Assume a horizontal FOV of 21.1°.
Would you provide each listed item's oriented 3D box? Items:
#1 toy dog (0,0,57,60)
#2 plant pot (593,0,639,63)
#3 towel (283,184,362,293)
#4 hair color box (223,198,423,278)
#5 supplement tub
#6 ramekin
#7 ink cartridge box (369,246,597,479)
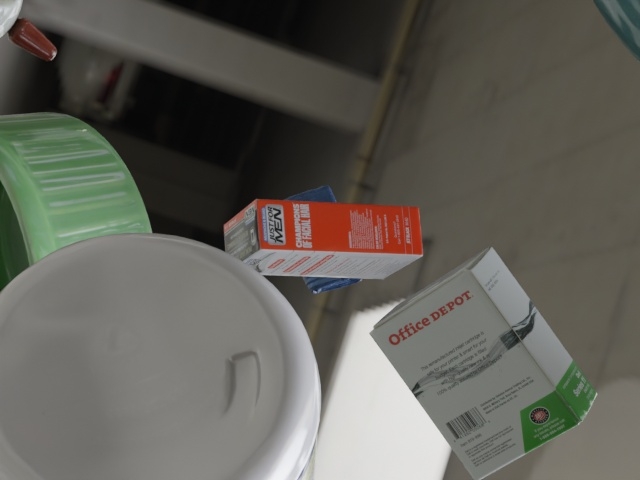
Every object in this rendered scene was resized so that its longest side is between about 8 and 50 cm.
[{"bbox_3d":[-0.320,-0.283,1.643,0.220,0.161,0.334,-24,-133,42],"label":"toy dog"},{"bbox_3d":[0.282,-0.169,0.977,0.195,0.290,0.290,-85,-163,-45],"label":"plant pot"},{"bbox_3d":[0.000,0.000,1.986,0.029,0.067,0.119,102,-28,-71],"label":"towel"},{"bbox_3d":[0.002,0.000,1.631,0.093,0.167,0.053,147,-59,-62],"label":"hair color box"},{"bbox_3d":[-0.121,0.172,1.204,0.325,0.235,0.235,94,6,-56],"label":"supplement tub"},{"bbox_3d":[-0.289,0.020,1.636,0.303,0.148,0.303,16,-68,46],"label":"ramekin"},{"bbox_3d":[0.178,0.134,1.883,0.153,0.208,0.087,-34,-177,30],"label":"ink cartridge box"}]
